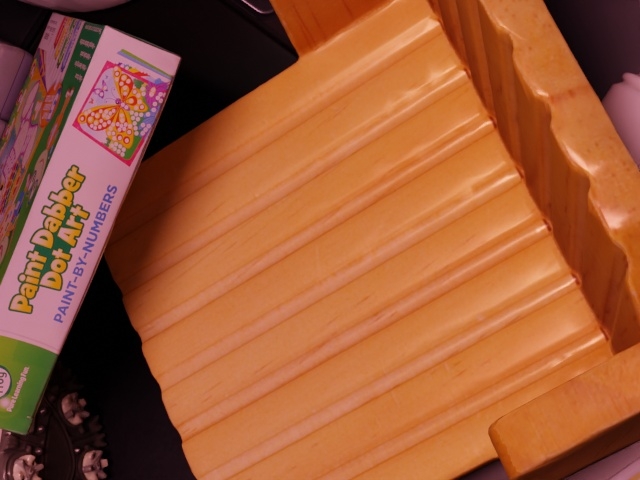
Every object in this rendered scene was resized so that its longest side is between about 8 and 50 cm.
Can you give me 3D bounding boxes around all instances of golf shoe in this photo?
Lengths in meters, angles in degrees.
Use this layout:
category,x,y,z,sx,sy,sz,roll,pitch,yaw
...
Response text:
category,x,y,z,sx,sy,sz,roll,pitch,yaw
golf shoe,-0.218,0.222,0.918,0.120,0.105,0.273,-6,80,31

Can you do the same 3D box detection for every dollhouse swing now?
category,x,y,z,sx,sy,sz,roll,pitch,yaw
dollhouse swing,0.000,0.000,0.754,0.305,0.315,0.347,-26,74,4

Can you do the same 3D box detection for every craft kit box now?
category,x,y,z,sx,sy,sz,roll,pitch,yaw
craft kit box,-0.186,-0.026,0.875,0.247,0.061,0.250,-70,21,4

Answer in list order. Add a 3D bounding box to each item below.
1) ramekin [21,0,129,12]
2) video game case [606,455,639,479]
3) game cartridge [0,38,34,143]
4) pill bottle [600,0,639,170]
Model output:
category,x,y,z,sx,sy,sz,roll,pitch,yaw
ramekin,-0.192,-0.299,0.950,0.277,0.135,0.277,-4,81,24
video game case,0.251,0.203,0.743,0.227,0.026,0.206,-40,69,16
game cartridge,-0.378,-0.022,1.045,0.230,0.068,0.355,25,95,21
pill bottle,0.290,-0.150,0.679,0.188,0.188,0.334,38,100,24
